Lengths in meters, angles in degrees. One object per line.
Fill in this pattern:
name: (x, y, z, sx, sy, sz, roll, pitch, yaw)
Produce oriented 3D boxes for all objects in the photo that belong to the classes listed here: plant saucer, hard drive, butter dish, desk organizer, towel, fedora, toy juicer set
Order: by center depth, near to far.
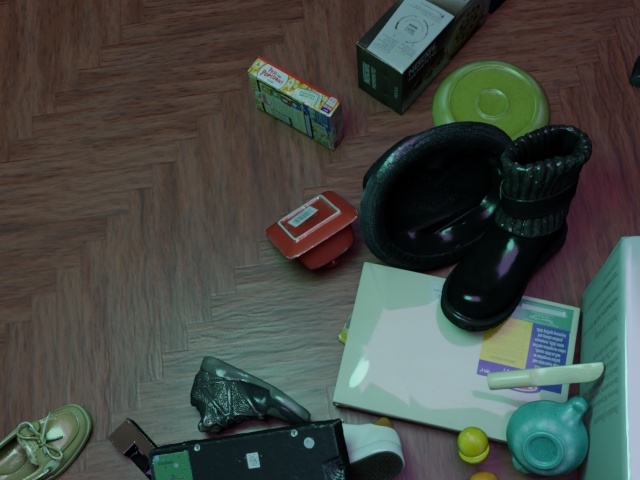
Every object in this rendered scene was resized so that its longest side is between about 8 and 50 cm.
hard drive: (-0.107, 0.436, 1.488, 0.338, 0.064, 0.237, -13, 85, 16)
toy juicer set: (0.341, 0.324, 1.505, 0.209, 0.089, 0.329, 12, 106, 19)
desk organizer: (-0.317, 0.382, 1.607, 0.130, 0.047, 0.050, 42, 79, 17)
towel: (0.078, 0.179, 1.679, 0.083, 0.009, 0.060, 30, 73, 14)
fedora: (0.202, -0.103, 1.680, 0.334, 0.334, 0.152, -29, 37, -8)
butter dish: (0.000, 0.000, 1.703, 0.160, 0.118, 0.160, -33, 30, -7)
plant saucer: (0.347, -0.271, 1.822, 0.240, 0.037, 0.241, -1, 69, 3)

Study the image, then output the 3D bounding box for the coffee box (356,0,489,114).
coffee box: (0.210, -0.423, 1.820, 0.119, 0.168, 0.297, 38, 75, 16)

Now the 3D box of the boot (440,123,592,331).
boot: (0.336, -0.028, 1.571, 0.131, 0.260, 0.348, 30, 57, 24)

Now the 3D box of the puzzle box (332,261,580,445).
puzzle box: (0.247, 0.212, 1.628, 0.408, 0.052, 0.272, 12, 70, 6)

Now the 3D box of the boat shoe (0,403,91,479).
boat shoe: (-0.534, 0.395, 1.592, 0.285, 0.089, 0.104, -41, 71, -12)

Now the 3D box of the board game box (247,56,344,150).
board game box: (-0.047, -0.269, 1.788, 0.193, 0.147, 0.045, 31, 74, 14)

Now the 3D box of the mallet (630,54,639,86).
mallet: (0.719, -0.311, 1.817, 0.189, 0.039, 0.062, 29, 72, 10)

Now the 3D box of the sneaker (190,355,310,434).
sneaker: (-0.135, 0.306, 1.606, 0.227, 0.087, 0.130, 21, 73, 14)

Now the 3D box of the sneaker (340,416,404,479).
sneaker: (0.004, 0.389, 1.574, 0.290, 0.106, 0.123, -17, 31, 7)

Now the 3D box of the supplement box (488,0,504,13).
supplement box: (0.362, -0.547, 1.917, 0.083, 0.056, 0.083, 41, 77, 17)

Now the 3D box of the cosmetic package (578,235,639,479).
cosmetic package: (0.613, 0.239, 1.453, 0.329, 0.327, 0.394, 4, 70, 5)
